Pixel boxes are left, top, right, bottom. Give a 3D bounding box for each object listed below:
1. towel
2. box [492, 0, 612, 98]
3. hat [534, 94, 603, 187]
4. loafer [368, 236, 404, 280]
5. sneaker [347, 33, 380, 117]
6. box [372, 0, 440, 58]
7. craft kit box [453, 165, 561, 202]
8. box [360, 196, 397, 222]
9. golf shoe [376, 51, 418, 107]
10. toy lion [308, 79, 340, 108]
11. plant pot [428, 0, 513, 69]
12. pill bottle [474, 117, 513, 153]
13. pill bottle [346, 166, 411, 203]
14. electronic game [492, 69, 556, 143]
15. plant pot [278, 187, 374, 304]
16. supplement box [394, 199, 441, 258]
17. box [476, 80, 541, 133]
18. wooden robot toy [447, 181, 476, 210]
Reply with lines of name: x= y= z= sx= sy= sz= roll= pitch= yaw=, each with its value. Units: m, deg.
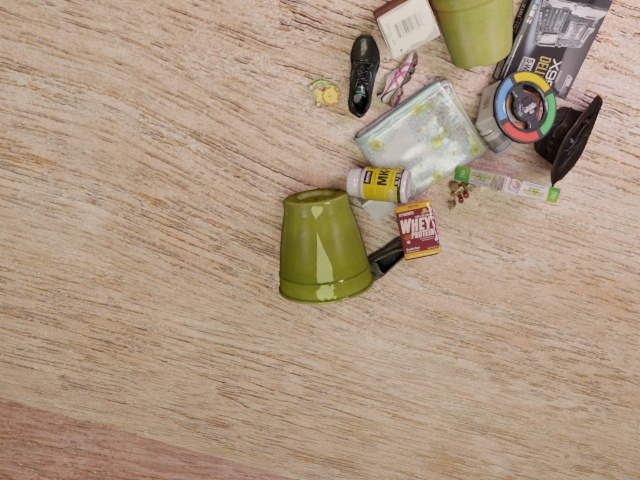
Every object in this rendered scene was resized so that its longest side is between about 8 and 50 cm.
towel: x=0.353 y=-0.342 z=1.729 sx=0.374 sy=0.090 sz=0.320 roll=-31 pitch=114 yaw=19
box: x=0.724 y=-0.631 z=1.553 sx=0.243 sy=0.076 sz=0.307 roll=13 pitch=120 yaw=-6
hat: x=0.810 y=-0.348 z=1.663 sx=0.134 sy=0.331 sz=0.331 roll=32 pitch=125 yaw=29
loafer: x=0.251 y=0.092 z=1.985 sx=0.096 sy=0.084 sz=0.267 roll=38 pitch=115 yaw=-19
sneaker: x=0.145 y=-0.534 z=1.615 sx=0.101 sy=0.106 sz=0.267 roll=2 pitch=119 yaw=2
box: x=0.250 y=-0.652 z=1.467 sx=0.149 sy=0.232 sz=0.126 roll=-24 pitch=116 yaw=15
craft kit box: x=0.631 y=-0.193 z=1.673 sx=0.247 sy=0.250 sz=0.061 roll=11 pitch=101 yaw=-25
box: x=0.220 y=-0.146 z=1.846 sx=0.101 sy=0.087 sz=0.102 roll=-38 pitch=112 yaw=21
golf shoe: x=0.255 y=-0.542 z=1.626 sx=0.086 sy=0.067 sz=0.186 roll=33 pitch=107 yaw=12
toy lion: x=0.018 y=-0.505 z=1.681 sx=0.096 sy=0.034 sz=0.100 roll=-23 pitch=117 yaw=7
plant pot: x=0.462 y=-0.666 z=1.456 sx=0.276 sy=0.276 sz=0.254 roll=-17 pitch=129 yaw=12
pill bottle: x=0.602 y=-0.374 z=1.707 sx=0.078 sy=0.078 sz=0.137 roll=-38 pitch=111 yaw=21
pill bottle: x=0.206 y=-0.197 z=1.721 sx=0.209 sy=0.119 sz=0.119 roll=7 pitch=122 yaw=20
electronic game: x=0.648 y=-0.422 z=1.553 sx=0.229 sy=0.048 sz=0.229 roll=-1 pitch=93 yaw=-16
plant pot: x=0.000 y=0.000 z=1.817 sx=0.367 sy=0.366 sz=0.352 roll=-6 pitch=108 yaw=5
supplement box: x=0.356 y=-0.032 z=1.805 sx=0.129 sy=0.194 sz=0.191 roll=-12 pitch=84 yaw=9
box: x=0.623 y=-0.429 z=1.622 sx=0.171 sy=0.091 sz=0.130 roll=14 pitch=84 yaw=-15
wooden robot toy: x=0.517 y=-0.193 z=1.823 sx=0.079 sy=0.076 sz=0.173 roll=39 pitch=114 yaw=-7
